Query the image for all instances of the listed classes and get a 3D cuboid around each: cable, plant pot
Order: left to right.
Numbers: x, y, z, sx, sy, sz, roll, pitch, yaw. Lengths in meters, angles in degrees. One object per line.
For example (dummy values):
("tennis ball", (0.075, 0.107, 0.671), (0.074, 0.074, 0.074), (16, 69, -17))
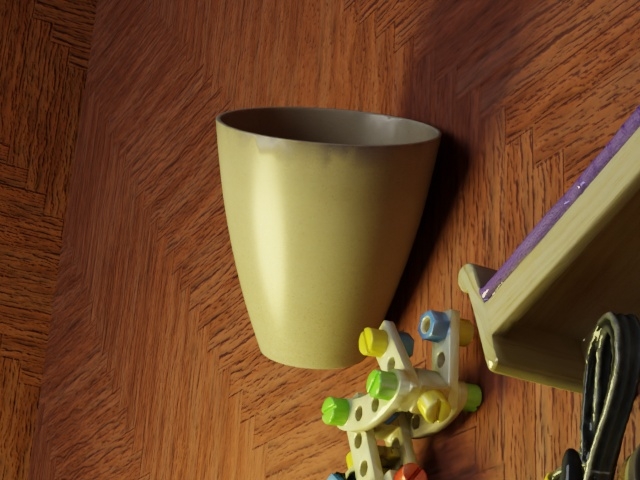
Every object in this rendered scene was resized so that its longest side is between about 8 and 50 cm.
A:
("plant pot", (0.000, 0.000, 1.585), (0.256, 0.256, 0.274), (-146, 58, -65))
("cable", (0.201, 0.195, 1.107), (0.139, 0.072, 0.287), (-85, -1, -55))

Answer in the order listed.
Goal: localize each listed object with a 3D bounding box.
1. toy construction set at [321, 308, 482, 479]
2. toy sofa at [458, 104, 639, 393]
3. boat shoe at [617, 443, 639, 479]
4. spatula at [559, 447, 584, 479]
("toy construction set", (0.084, 0.241, 1.357), (0.215, 0.151, 0.327), (-54, 21, 39))
("toy sofa", (0.266, -0.048, 1.105), (0.362, 0.150, 0.177), (-55, 32, 38))
("boat shoe", (0.264, 0.295, 0.983), (0.104, 0.111, 0.307), (98, 179, -63))
("spatula", (0.189, 0.296, 0.971), (0.084, 0.030, 0.296), (44, -140, -71))
